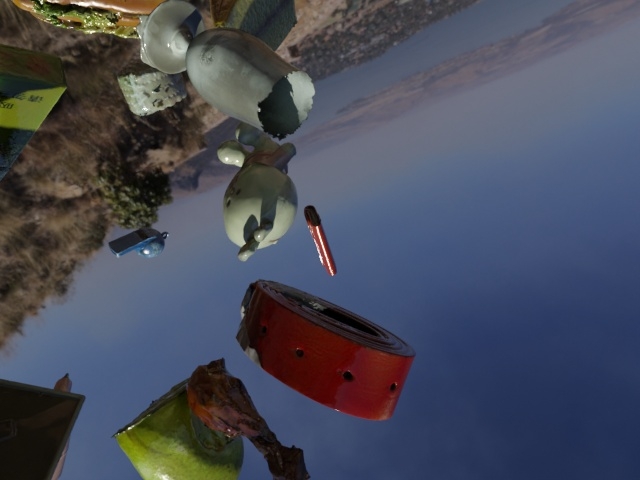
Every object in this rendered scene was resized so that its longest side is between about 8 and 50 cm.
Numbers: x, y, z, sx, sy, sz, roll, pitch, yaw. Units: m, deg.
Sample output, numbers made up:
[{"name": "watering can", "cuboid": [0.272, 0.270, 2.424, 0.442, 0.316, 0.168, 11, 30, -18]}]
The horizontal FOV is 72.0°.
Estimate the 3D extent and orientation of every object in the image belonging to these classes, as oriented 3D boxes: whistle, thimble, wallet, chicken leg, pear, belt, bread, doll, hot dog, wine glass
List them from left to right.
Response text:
[{"name": "hot dog", "cuboid": [-0.490, -0.511, 0.976, 0.337, 0.100, 0.135, -2, 176, -17]}, {"name": "whistle", "cuboid": [-0.486, 0.014, 1.203, 0.158, 0.090, 0.090, -31, -167, -31]}, {"name": "thimble", "cuboid": [-0.250, -0.231, 0.656, 0.085, 0.062, 0.110, -12, -146, 4]}, {"name": "pear", "cuboid": [-0.275, 0.441, 0.949, 0.164, 0.255, 0.238, -30, 176, 9]}, {"name": "wine glass", "cuboid": [-0.115, -0.209, 0.533, 0.222, 0.103, 0.103, 36, -136, 24]}, {"name": "chicken leg", "cuboid": [-0.141, 0.354, 0.847, 0.113, 0.304, 0.093, -53, 166, 6]}, {"name": "bread", "cuboid": [-0.177, -0.582, 1.200, 0.245, 0.361, 0.233, -11, 146, 0]}, {"name": "doll", "cuboid": [-0.094, -0.080, 0.715, 0.155, 0.113, 0.275, -41, -136, 27]}, {"name": "belt", "cuboid": [-0.003, 0.171, 0.748, 0.324, 0.115, 0.227, 23, -179, 34]}, {"name": "wallet", "cuboid": [0.000, 0.000, 1.434, 0.045, 0.204, 0.142, -20, -147, -2]}]

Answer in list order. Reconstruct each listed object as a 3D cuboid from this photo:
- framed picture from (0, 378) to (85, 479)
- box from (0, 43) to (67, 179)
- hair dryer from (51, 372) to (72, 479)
[{"name": "framed picture", "cuboid": [-0.480, 0.280, 0.646, 0.015, 0.203, 0.150, 122, -21, -45]}, {"name": "box", "cuboid": [-0.442, -0.135, 0.512, 0.311, 0.043, 0.173, -20, 171, 39]}, {"name": "hair dryer", "cuboid": [-0.715, 0.453, 1.183, 0.107, 0.189, 0.344, 11, -164, -25]}]
